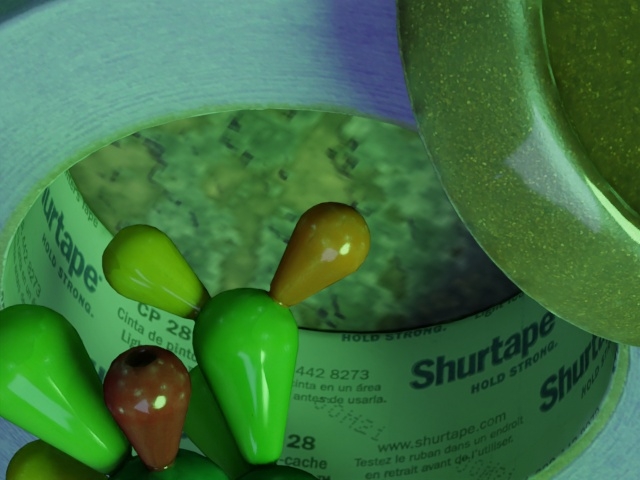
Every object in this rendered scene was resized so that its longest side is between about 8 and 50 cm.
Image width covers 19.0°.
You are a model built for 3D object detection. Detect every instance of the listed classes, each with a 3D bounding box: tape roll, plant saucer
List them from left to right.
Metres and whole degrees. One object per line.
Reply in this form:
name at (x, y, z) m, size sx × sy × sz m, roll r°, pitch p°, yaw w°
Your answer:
tape roll at (0.000, 0.000, 0.588) m, size 0.274 × 0.090 × 0.275 m, roll 4°, pitch 136°, yaw 4°
plant saucer at (0.097, -0.056, 0.469) m, size 0.168 × 0.168 × 0.029 m, roll 32°, pitch 165°, yaw -23°

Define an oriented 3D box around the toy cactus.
toy cactus at (0.005, 0.092, 0.501) m, size 0.112 × 0.180 × 0.219 m, roll -32°, pitch 130°, yaw 10°
